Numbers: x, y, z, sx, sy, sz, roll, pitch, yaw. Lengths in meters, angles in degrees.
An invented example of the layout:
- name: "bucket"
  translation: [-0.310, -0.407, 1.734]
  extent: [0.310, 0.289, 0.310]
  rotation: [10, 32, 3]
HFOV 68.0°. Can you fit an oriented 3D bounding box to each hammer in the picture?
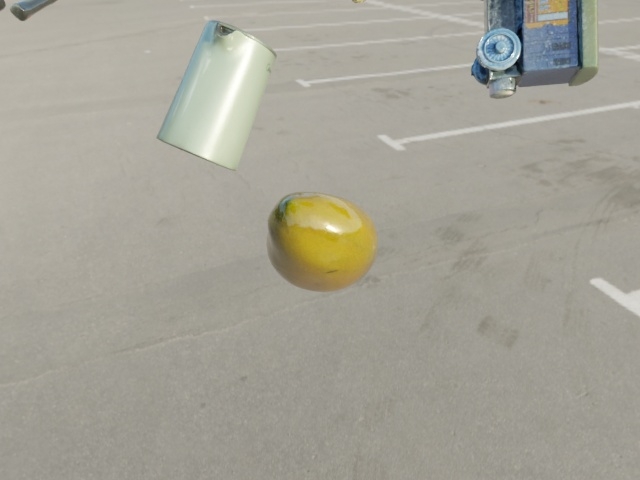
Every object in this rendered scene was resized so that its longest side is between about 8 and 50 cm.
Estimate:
- name: "hammer"
  translation: [-0.542, -0.512, 0.981]
  extent: [0.111, 0.033, 0.288]
  rotation: [-28, 32, 31]

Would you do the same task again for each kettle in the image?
- name: "kettle"
  translation: [-0.111, -0.165, 0.566]
  extent: [0.098, 0.148, 0.126]
  rotation: [26, 6, 37]

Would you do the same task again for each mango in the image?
- name: "mango"
  translation: [0.000, 0.000, 0.872]
  extent: [0.211, 0.317, 0.173]
  rotation: [9, 77, 7]

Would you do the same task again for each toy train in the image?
- name: "toy train"
  translation: [0.363, -0.399, 0.815]
  extent: [0.201, 0.300, 0.131]
  rotation: [-1, 1, 15]

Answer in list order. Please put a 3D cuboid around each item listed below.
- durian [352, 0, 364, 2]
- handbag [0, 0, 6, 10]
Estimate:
- name: "durian"
  translation: [0.086, -0.602, 1.103]
  extent: [0.066, 0.052, 0.130]
  rotation: [-29, -14, 22]
- name: "handbag"
  translation: [-0.536, -0.174, 0.512]
  extent: [0.342, 0.152, 0.288]
  rotation: [-13, 60, 22]
